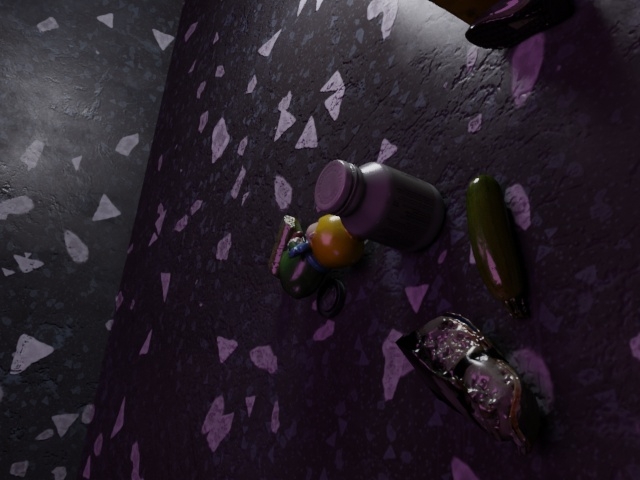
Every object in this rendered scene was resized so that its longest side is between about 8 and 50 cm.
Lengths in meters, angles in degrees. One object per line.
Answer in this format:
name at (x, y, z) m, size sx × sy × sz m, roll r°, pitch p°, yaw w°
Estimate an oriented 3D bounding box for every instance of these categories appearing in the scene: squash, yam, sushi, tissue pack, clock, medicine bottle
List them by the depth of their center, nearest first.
sushi at (0.235, 0.194, 0.951) m, size 0.109 × 0.134 × 0.273 m, roll -42°, pitch 20°, yaw -10°
squash at (0.267, 0.002, 1.031) m, size 0.066 × 0.066 × 0.252 m, roll -38°, pitch 45°, yaw 42°
medicine bottle at (0.101, -0.066, 1.177) m, size 0.135 × 0.215 × 0.135 m, roll -31°, pitch 50°, yaw 47°
tissue pack at (0.257, -0.459, 1.179) m, size 0.120 × 0.169 × 0.082 m, roll -59°, pitch 29°, yaw 20°
clock at (0.021, 0.121, 1.396) m, size 0.085 × 0.017 × 0.085 m, roll -31°, pitch 50°, yaw 47°
yam at (-0.075, 0.018, 1.551) m, size 0.070 × 0.070 × 0.146 m, roll 20°, pitch 91°, yaw 58°

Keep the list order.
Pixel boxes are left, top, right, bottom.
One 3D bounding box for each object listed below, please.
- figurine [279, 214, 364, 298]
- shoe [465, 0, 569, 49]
figurine at (0.013, 0.004, 1.384) m, size 0.234 × 0.127 × 0.185 m, roll -54°, pitch 12°, yaw 32°
shoe at (0.334, -0.389, 1.126) m, size 0.194 × 0.074 × 0.077 m, roll -13°, pitch 53°, yaw 51°
